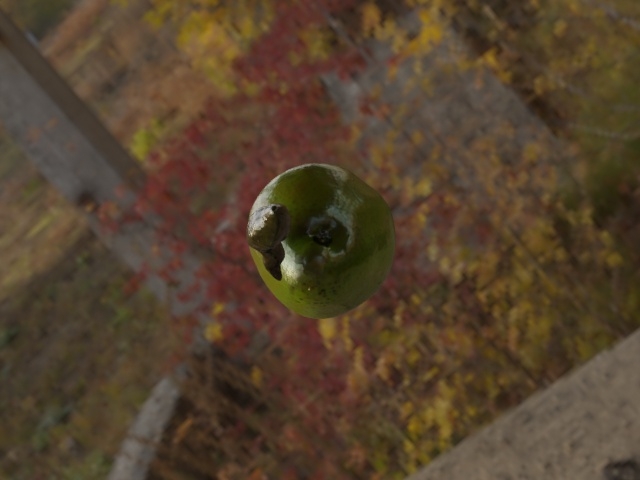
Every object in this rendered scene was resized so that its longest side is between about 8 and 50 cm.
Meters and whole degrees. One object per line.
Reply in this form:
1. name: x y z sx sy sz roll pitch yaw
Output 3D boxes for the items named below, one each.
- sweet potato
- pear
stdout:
1. sweet potato: -0.047 -0.004 1.322 0.038 0.041 0.153 -21 -18 -10
2. pear: 0.000 0.000 1.769 0.187 0.187 0.220 -37 0 13
